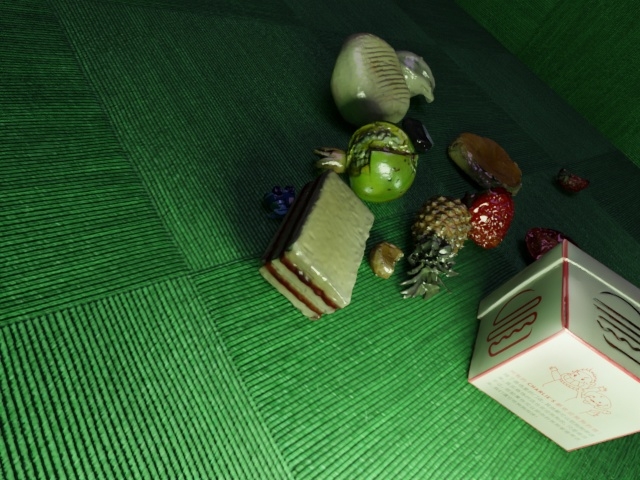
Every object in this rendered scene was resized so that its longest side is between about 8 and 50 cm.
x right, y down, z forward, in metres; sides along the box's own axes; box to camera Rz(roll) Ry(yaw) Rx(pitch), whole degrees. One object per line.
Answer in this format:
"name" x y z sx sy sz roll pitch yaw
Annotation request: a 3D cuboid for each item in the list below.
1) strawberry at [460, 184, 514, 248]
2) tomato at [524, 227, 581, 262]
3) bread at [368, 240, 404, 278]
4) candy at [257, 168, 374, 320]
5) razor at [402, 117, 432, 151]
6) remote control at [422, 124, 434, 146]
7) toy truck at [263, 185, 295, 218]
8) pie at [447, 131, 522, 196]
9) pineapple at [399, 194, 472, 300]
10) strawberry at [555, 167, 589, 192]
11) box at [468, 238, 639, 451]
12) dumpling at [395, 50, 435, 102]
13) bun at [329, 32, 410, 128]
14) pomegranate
"strawberry" 0.530 -0.073 1.335 0.184 0.187 0.201 -17 91 -64
"tomato" 0.787 0.037 1.435 0.167 0.082 0.174 -7 49 5
"bread" 0.162 0.047 1.084 0.082 0.060 0.113 42 42 6
"candy" 0.000 0.000 0.948 0.179 0.135 0.320 44 39 -20
"razor" 0.367 -0.401 1.589 0.090 0.054 0.148 5 52 -27
"remote control" 0.412 -0.421 1.660 0.053 0.018 0.124 5 52 -29
"toy truck" -0.078 -0.099 1.069 0.136 0.063 0.074 -11 77 -40
"pie" 0.668 -0.308 1.671 0.340 0.083 0.339 17 44 -17
"pineapple" 0.305 0.024 1.132 0.169 0.169 0.340 34 51 -1
"strawberry" 1.160 -0.271 1.929 0.140 0.085 0.192 33 21 20
"box" 0.581 0.249 0.983 0.314 0.312 0.300 35 46 1
"dumpling" 0.360 -0.718 1.760 0.318 0.187 0.242 27 48 -3
"bun" 0.160 -0.547 1.482 0.361 0.213 0.360 16 67 -43
"pomegranate" 0.129 -0.224 1.212 0.302 0.235 0.235 0 45 12
